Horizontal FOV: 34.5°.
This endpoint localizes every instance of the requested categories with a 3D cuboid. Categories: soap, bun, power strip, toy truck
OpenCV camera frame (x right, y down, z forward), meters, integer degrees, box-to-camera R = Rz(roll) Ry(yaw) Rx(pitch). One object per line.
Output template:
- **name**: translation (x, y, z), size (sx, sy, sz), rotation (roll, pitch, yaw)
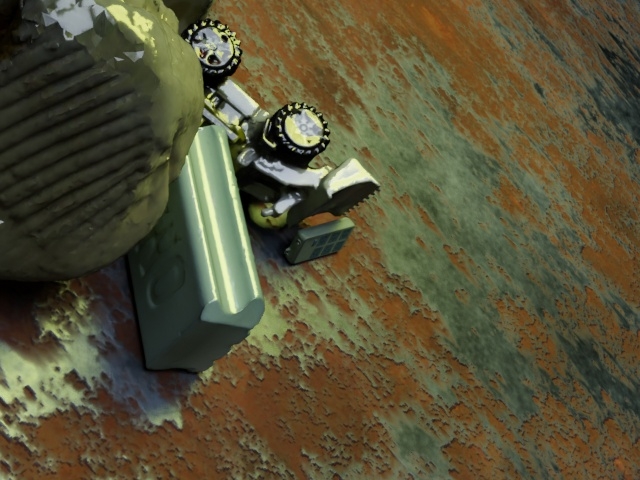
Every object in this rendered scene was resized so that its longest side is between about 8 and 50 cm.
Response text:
- **soap**: translation (-0.120, 0.004, 0.919), size (0.066, 0.119, 0.198), rotation (6, 56, -36)
- **bun**: translation (-0.228, -0.108, 0.819), size (0.281, 0.281, 0.205), rotation (27, 24, -24)
- **power strip**: translation (0.000, 0.000, 1.090), size (0.090, 0.040, 0.016), rotation (-16, 54, -47)
- **toy truck**: translation (-0.082, -0.103, 1.031), size (0.286, 0.136, 0.111), rotation (39, 63, -9)

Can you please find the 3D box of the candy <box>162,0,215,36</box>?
- **candy**: translation (-0.186, -0.298, 1.052), size (0.137, 0.185, 0.195), rotation (5, 62, -34)
